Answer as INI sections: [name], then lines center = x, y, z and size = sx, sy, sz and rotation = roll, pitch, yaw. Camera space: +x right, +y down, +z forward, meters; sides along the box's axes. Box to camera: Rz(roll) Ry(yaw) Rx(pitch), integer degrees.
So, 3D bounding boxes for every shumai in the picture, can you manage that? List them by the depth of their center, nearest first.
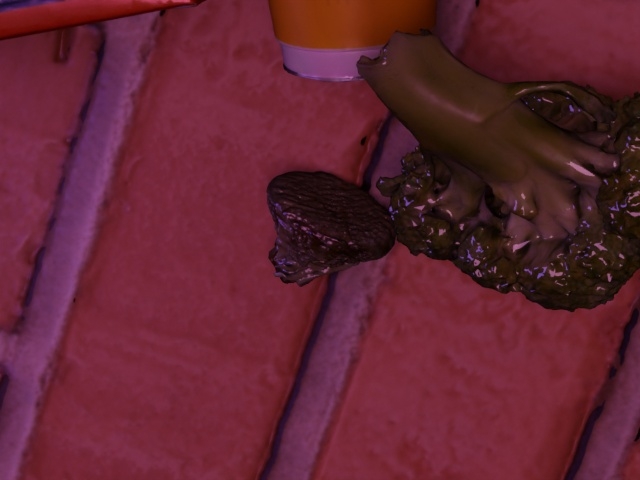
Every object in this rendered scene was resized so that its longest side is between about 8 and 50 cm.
[shumai]
center = 0.000, 0.001, 1.642
size = 0.124, 0.099, 0.087
rotation = 26, 122, 3

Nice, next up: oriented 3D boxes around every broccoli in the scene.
[broccoli]
center = 0.163, -0.073, 1.561
size = 0.302, 0.186, 0.254
rotation = 33, 145, -1

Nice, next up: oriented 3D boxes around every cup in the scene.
[cup]
center = 0.020, -0.283, 1.524
size = 0.196, 0.196, 0.280
rotation = -1, 110, 8

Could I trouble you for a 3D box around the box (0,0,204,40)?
[box]
center = -0.256, -0.297, 1.484
size = 0.348, 0.318, 0.257
rotation = -9, 102, 11
